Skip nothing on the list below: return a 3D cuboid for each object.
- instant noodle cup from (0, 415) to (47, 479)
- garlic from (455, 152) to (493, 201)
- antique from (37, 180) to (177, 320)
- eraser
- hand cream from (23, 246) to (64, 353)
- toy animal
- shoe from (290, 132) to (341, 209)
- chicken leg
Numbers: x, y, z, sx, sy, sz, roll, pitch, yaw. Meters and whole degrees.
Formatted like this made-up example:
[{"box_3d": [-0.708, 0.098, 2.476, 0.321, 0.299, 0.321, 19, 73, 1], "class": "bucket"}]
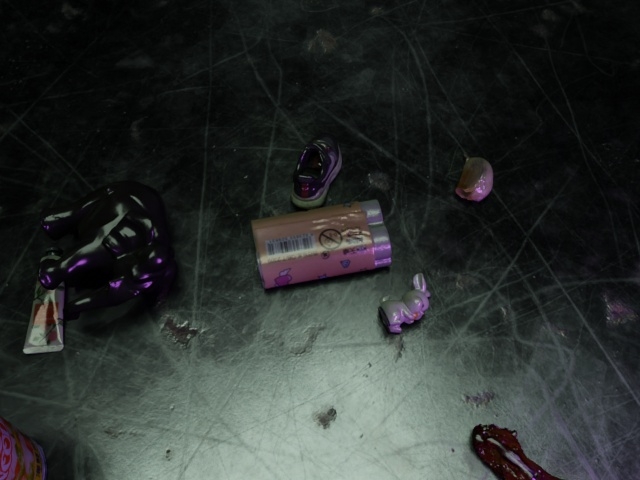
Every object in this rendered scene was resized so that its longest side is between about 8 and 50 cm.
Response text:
[{"box_3d": [-0.607, 0.375, 0.915, 0.284, 0.312, 0.284, -1, 60, 2], "class": "instant noodle cup"}, {"box_3d": [0.376, -0.160, 1.366, 0.084, 0.066, 0.152, 14, 62, 12], "class": "garlic"}, {"box_3d": [-0.445, -0.002, 1.217, 0.255, 0.185, 0.322, -11, 56, -4], "class": "antique"}, {"box_3d": [0.000, 0.000, 1.267, 0.290, 0.087, 0.171, -10, 62, -5], "class": "eraser"}, {"box_3d": [-0.587, 0.127, 1.226, 0.080, 0.050, 0.234, -4, 65, -6], "class": "hand cream"}, {"box_3d": [0.184, 0.137, 1.188, 0.124, 0.071, 0.085, -25, 43, -4], "class": "toy animal"}, {"box_3d": [-0.009, -0.185, 1.362, 0.099, 0.112, 0.227, 13, 62, 10], "class": "shoe"}, {"box_3d": [0.369, 0.408, 1.036, 0.205, 0.053, 0.093, 43, 54, 19], "class": "chicken leg"}]
